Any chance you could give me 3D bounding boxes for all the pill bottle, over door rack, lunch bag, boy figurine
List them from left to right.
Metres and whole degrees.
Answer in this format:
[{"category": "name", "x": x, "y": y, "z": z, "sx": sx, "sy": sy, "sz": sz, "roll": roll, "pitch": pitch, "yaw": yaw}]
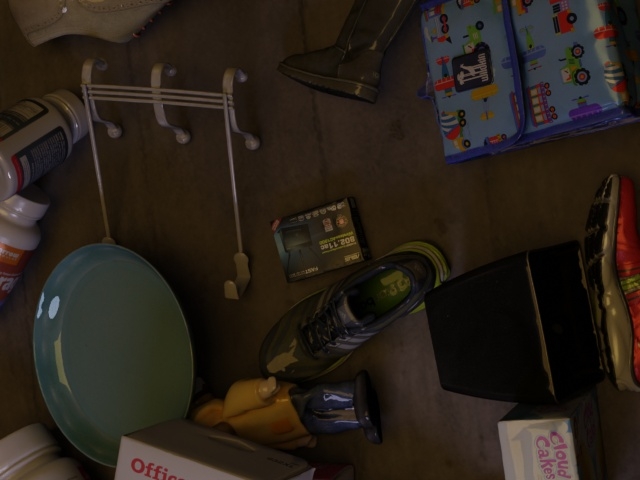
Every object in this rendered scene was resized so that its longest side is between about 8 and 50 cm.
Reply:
[{"category": "pill bottle", "x": -0.491, "y": 0.011, "z": 1.924, "sx": 0.121, "sy": 0.121, "sz": 0.216, "roll": 35, "pitch": 103, "yaw": 14}, {"category": "pill bottle", "x": -0.418, "y": -0.142, "z": 1.856, "sx": 0.108, "sy": 0.180, "sz": 0.108, "roll": 21, "pitch": 131, "yaw": 27}, {"category": "pill bottle", "x": -0.383, "y": 0.417, "z": 1.882, "sx": 0.160, "sy": 0.160, "sz": 0.283, "roll": -39, "pitch": 77, "yaw": 16}, {"category": "over door rack", "x": -0.212, "y": -0.095, "z": 1.846, "sx": 0.240, "sy": 0.108, "sz": 0.324, "roll": 6, "pitch": 108, "yaw": 19}, {"category": "boy figurine", "x": -0.065, "y": 0.239, "z": 1.770, "sx": 0.285, "sy": 0.177, "sz": 0.092, "roll": -9, "pitch": 53, "yaw": 7}, {"category": "lunch bag", "x": 0.258, "y": -0.232, "z": 1.679, "sx": 0.293, "sy": 0.138, "sz": 0.221, "roll": -14, "pitch": 86, "yaw": 32}]

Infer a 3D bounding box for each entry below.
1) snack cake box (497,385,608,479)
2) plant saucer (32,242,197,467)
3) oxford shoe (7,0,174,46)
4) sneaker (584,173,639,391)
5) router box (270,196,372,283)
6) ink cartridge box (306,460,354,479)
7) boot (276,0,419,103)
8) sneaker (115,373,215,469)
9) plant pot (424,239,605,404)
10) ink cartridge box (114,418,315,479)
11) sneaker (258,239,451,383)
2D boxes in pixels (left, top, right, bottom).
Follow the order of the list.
[{"category": "snack cake box", "x": 0.291, "y": 0.271, "z": 1.599, "sx": 0.089, "sy": 0.264, "sz": 0.152, "roll": -6, "pitch": 91, "yaw": 18}, {"category": "plant saucer", "x": -0.284, "y": 0.160, "z": 1.832, "sx": 0.318, "sy": 0.044, "sz": 0.317, "roll": 4, "pitch": 96, "yaw": 37}, {"category": "oxford shoe", "x": -0.256, "y": -0.366, "z": 1.849, "sx": 0.397, "sy": 0.140, "sz": 0.146, "roll": -5, "pitch": 122, "yaw": 14}, {"category": "sneaker", "x": 0.406, "y": 0.051, "z": 1.655, "sx": 0.118, "sy": 0.107, "sz": 0.279, "roll": -7, "pitch": 93, "yaw": 0}, {"category": "router box", "x": 0.000, "y": 0.000, "z": 1.804, "sx": 0.122, "sy": 0.038, "sz": 0.092, "roll": -18, "pitch": 87, "yaw": 18}, {"category": "ink cartridge box", "x": -0.103, "y": 0.410, "z": 1.812, "sx": 0.283, "sy": 0.117, "sz": 0.207, "roll": 2, "pitch": 94, "yaw": 18}, {"category": "boot", "x": 0.047, "y": -0.298, "z": 1.756, "sx": 0.190, "sy": 0.076, "sz": 0.208, "roll": 18, "pitch": 91, "yaw": 36}, {"category": "sneaker", "x": -0.235, "y": 0.262, "z": 1.882, "sx": 0.185, "sy": 0.069, "sz": 0.084, "roll": -40, "pitch": 75, "yaw": 8}, {"category": "plant pot", "x": 0.241, "y": 0.112, "z": 1.663, "sx": 0.167, "sy": 0.187, "sz": 0.188, "roll": -13, "pitch": 88, "yaw": 31}, {"category": "ink cartridge box", "x": -0.156, "y": 0.409, "z": 1.658, "sx": 0.223, "sy": 0.129, "sz": 0.307, "roll": 14, "pitch": 99, "yaw": 25}, {"category": "sneaker", "x": 0.030, "y": 0.098, "z": 1.754, "sx": 0.300, "sy": 0.121, "sz": 0.111, "roll": -37, "pitch": 81, "yaw": 16}]
